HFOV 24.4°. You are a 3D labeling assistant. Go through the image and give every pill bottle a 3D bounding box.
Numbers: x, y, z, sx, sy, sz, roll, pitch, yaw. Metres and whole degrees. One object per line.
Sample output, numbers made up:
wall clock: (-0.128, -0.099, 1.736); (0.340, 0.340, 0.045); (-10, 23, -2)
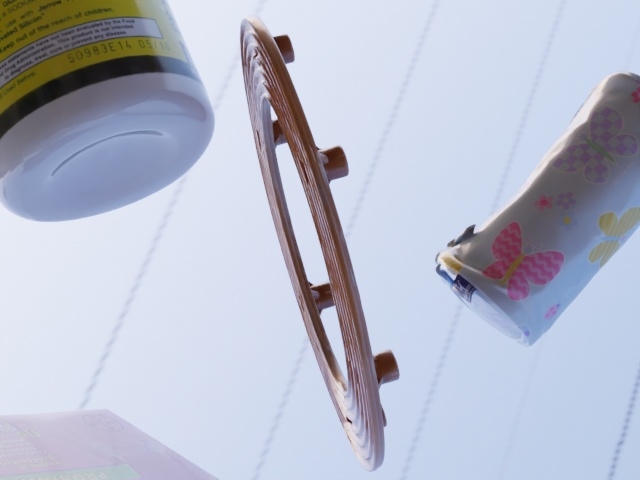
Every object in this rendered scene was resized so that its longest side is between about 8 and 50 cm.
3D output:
pill bottle: (-0.227, -0.199, 1.220); (0.188, 0.188, 0.334); (-28, -109, 14)

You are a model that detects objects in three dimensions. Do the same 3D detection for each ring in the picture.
ring: (0.000, 0.000, 1.065); (0.032, 0.337, 0.337); (-16, -136, -7)

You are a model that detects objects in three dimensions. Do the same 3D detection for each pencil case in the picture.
pencil case: (0.233, -0.031, 1.387); (0.273, 0.113, 0.124); (-46, -130, -5)

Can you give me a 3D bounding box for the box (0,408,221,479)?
box: (-0.179, 0.228, 1.109); (0.243, 0.213, 0.117); (25, -76, 39)
